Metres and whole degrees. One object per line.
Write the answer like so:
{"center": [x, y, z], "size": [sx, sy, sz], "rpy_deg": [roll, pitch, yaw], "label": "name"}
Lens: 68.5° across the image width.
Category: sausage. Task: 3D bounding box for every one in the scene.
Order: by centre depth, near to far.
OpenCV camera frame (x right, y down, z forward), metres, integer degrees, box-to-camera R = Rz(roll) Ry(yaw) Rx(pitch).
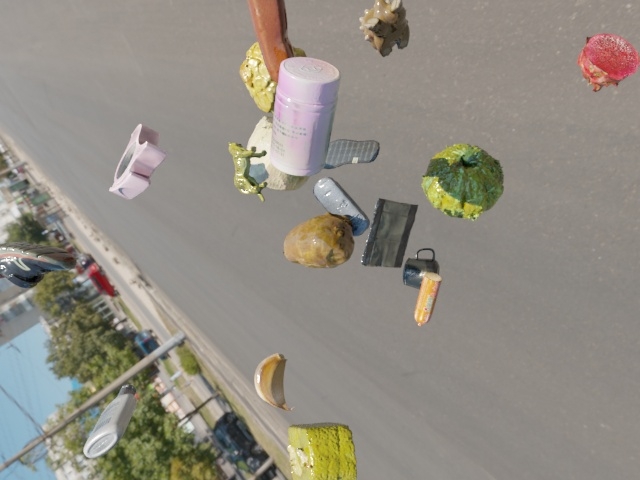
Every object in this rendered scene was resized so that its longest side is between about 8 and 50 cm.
{"center": [-0.128, -0.555, 1.174], "size": [0.097, 0.094, 0.348], "rpy_deg": [-84, -15, -55], "label": "sausage"}
{"center": [0.420, 0.242, 1.857], "size": [0.071, 0.071, 0.234], "rpy_deg": [31, 124, 40], "label": "sausage"}

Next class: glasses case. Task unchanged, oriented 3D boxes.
{"center": [0.084, -0.136, 1.900], "size": [0.109, 0.067, 0.282], "rpy_deg": [-39, 98, 23], "label": "glasses case"}

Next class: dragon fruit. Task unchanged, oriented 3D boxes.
{"center": [0.746, -0.464, 1.260], "size": [0.153, 0.153, 0.111], "rpy_deg": [48, 159, 12], "label": "dragon fruit"}

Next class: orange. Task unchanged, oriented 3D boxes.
{"center": [0.520, -0.226, 1.737], "size": [0.300, 0.301, 0.223], "rpy_deg": [51, 162, 27], "label": "orange"}

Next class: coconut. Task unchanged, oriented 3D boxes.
{"center": [-0.167, -0.336, 1.927], "size": [0.297, 0.297, 0.254], "rpy_deg": [46, 123, 16], "label": "coconut"}

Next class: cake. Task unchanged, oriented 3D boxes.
{"center": [-0.005, 0.589, 1.268], "size": [0.260, 0.156, 0.179], "rpy_deg": [129, 142, -65], "label": "cake"}

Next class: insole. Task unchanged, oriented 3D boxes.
{"center": [0.084, -0.291, 1.579], "size": [0.012, 0.110, 0.309], "rpy_deg": [19, 176, -39], "label": "insole"}

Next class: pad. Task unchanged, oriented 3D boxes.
{"center": [0.231, -0.018, 1.561], "size": [0.022, 0.174, 0.233], "rpy_deg": [37, 116, 58], "label": "pad"}

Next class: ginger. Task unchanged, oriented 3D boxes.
{"center": [-0.001, 0.003, 1.825], "size": [0.269, 0.200, 0.223], "rpy_deg": [9, 144, -8], "label": "ginger"}

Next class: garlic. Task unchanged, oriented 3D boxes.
{"center": [-0.183, 0.529, 1.742], "size": [0.115, 0.128, 0.206], "rpy_deg": [144, 119, -65], "label": "garlic"}

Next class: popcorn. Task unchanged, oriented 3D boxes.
{"center": [-0.142, -0.548, 1.559], "size": [0.190, 0.250, 0.250], "rpy_deg": [49, 158, 38], "label": "popcorn"}

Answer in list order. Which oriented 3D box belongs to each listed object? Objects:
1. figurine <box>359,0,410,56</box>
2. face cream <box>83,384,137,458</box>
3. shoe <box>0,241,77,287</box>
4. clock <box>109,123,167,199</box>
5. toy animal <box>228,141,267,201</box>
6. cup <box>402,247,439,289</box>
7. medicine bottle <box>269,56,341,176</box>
{"center": [0.230, -0.803, 1.717], "size": [0.247, 0.177, 0.173], "rpy_deg": [15, -133, -60], "label": "figurine"}
{"center": [-0.661, 0.567, 1.519], "size": [0.071, 0.144, 0.291], "rpy_deg": [51, -178, -16], "label": "face cream"}
{"center": [-0.903, 0.082, 1.457], "size": [0.291, 0.114, 0.137], "rpy_deg": [5, 98, 12], "label": "shoe"}
{"center": [-0.632, -0.300, 1.671], "size": [0.080, 0.275, 0.290], "rpy_deg": [27, 157, -36], "label": "clock"}
{"center": [-0.228, -0.209, 1.436], "size": [0.136, 0.073, 0.181], "rpy_deg": [6, 107, 36], "label": "toy animal"}
{"center": [0.520, 0.145, 2.419], "size": [0.176, 0.169, 0.223], "rpy_deg": [8, 95, 24], "label": "cup"}
{"center": [-0.042, -0.306, 1.173], "size": [0.152, 0.152, 0.254], "rpy_deg": [40, 137, 27], "label": "medicine bottle"}
